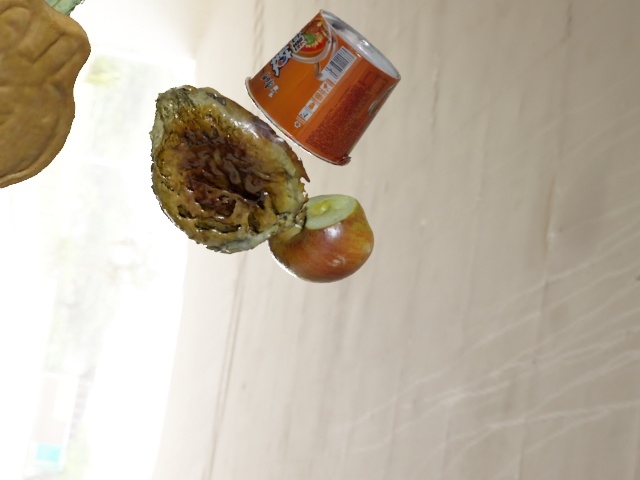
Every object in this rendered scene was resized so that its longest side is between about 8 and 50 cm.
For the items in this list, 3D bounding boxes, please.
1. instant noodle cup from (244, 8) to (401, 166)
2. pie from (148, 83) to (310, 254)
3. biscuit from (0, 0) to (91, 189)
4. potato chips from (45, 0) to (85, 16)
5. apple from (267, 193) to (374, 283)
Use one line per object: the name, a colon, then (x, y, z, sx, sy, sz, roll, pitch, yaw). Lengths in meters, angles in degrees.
instant noodle cup: (0.014, -0.285, 1.972, 0.192, 0.250, 0.250, -48, -156, 19)
pie: (-0.161, -0.101, 1.746, 0.085, 0.308, 0.308, -59, 171, -55)
biscuit: (-0.502, -0.206, 1.427, 0.365, 0.385, 0.062, -57, -138, 30)
potato chips: (-0.426, -0.421, 1.853, 0.429, 0.070, 0.358, -47, -160, 6)
apple: (0.000, 0.000, 2.024, 0.195, 0.173, 0.160, 7, -77, 42)
